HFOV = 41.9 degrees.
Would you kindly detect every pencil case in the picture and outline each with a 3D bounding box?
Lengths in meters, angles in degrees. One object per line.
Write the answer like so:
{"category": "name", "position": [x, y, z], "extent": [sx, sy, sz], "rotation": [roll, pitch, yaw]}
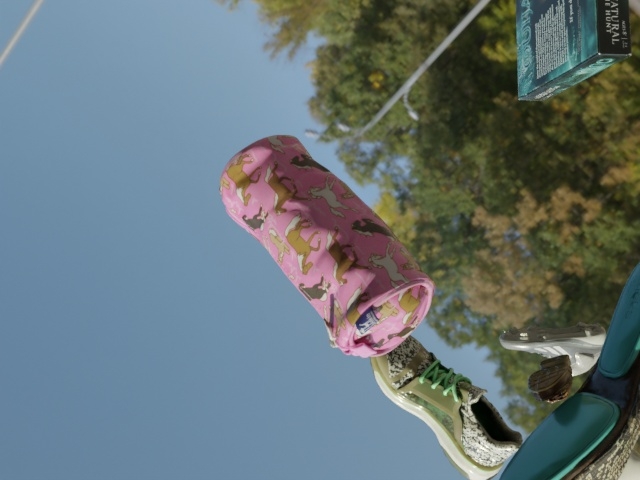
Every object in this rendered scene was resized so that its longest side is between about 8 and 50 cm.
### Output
{"category": "pencil case", "position": [0.000, 0.000, 1.293], "extent": [0.167, 0.160, 0.386], "rotation": [-17, -127, -35]}

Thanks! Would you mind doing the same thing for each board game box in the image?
{"category": "board game box", "position": [0.177, -0.207, 0.606], "extent": [0.026, 0.186, 0.126], "rotation": [0, 176, -11]}

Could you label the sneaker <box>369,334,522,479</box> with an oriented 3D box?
{"category": "sneaker", "position": [0.283, 0.323, 1.795], "extent": [0.410, 0.182, 0.158], "rotation": [46, -130, 3]}

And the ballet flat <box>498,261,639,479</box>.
{"category": "ballet flat", "position": [0.466, 0.249, 1.267], "extent": [0.182, 0.483, 0.164], "rotation": [36, 174, -12]}

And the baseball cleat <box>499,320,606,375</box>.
{"category": "baseball cleat", "position": [0.445, 0.213, 1.595], "extent": [0.205, 0.110, 0.072], "rotation": [-4, -162, 0]}

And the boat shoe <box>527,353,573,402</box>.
{"category": "boat shoe", "position": [0.388, 0.236, 1.376], "extent": [0.178, 0.064, 0.060], "rotation": [-14, -96, -65]}
